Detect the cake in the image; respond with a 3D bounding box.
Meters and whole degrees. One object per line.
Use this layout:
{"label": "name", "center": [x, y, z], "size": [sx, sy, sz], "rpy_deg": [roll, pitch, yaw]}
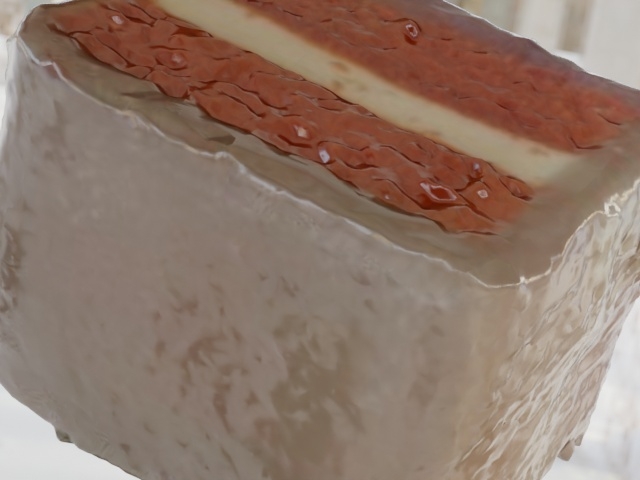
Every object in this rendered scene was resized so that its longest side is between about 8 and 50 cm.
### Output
{"label": "cake", "center": [0.000, 0.000, 1.001], "size": [0.309, 0.230, 0.237], "rpy_deg": [26, 40, 22]}
